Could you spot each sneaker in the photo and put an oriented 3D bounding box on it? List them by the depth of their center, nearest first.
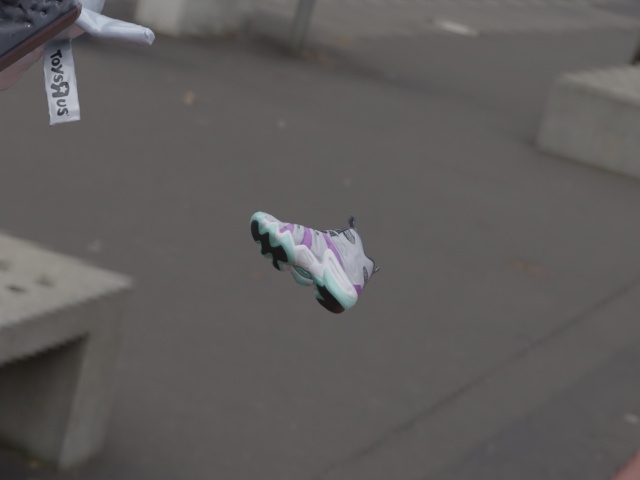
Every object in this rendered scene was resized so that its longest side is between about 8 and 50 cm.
[{"bbox_3d":[0.000,0.000,1.355,0.098,0.069,0.038,44,-28,-5],"label":"sneaker"}]

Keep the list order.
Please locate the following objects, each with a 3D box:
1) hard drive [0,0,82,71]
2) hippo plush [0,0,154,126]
[{"bbox_3d":[-0.273,-0.208,1.200,0.254,0.172,0.054,58,6,12],"label":"hard drive"},{"bbox_3d":[-0.313,-0.242,1.537,0.236,0.234,0.294,24,39,-36],"label":"hippo plush"}]
